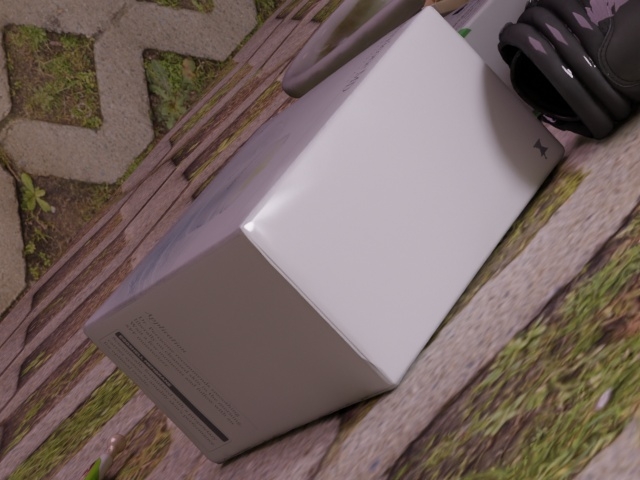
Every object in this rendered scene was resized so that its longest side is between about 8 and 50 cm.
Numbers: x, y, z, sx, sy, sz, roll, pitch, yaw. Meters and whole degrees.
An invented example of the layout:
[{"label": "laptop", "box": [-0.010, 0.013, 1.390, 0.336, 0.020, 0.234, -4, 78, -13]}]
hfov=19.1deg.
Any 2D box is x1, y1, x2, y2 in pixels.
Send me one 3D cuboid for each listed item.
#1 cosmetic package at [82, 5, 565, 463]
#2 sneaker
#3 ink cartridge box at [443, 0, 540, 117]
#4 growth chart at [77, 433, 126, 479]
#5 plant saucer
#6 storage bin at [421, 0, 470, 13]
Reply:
[{"label": "cosmetic package", "box": [0.000, 0.000, 1.221, 0.224, 0.138, 0.224, -29, 18, 53]}, {"label": "sneaker", "box": [0.176, -0.156, 1.237, 0.147, 0.104, 0.296, -37, 15, 9]}, {"label": "ink cartridge box", "box": [0.084, -0.096, 1.424, 0.153, 0.087, 0.208, -48, 10, -26]}, {"label": "growth chart", "box": [-0.256, 0.258, 1.520, 0.237, 0.021, 0.172, -37, 13, 38]}, {"label": "plant saucer", "box": [0.135, -0.255, 1.846, 0.400, 0.100, 0.400, -42, 9, 9]}, {"label": "storage bin", "box": [0.193, -0.344, 1.549, 0.262, 0.123, 0.260, -13, 42, 40]}]
